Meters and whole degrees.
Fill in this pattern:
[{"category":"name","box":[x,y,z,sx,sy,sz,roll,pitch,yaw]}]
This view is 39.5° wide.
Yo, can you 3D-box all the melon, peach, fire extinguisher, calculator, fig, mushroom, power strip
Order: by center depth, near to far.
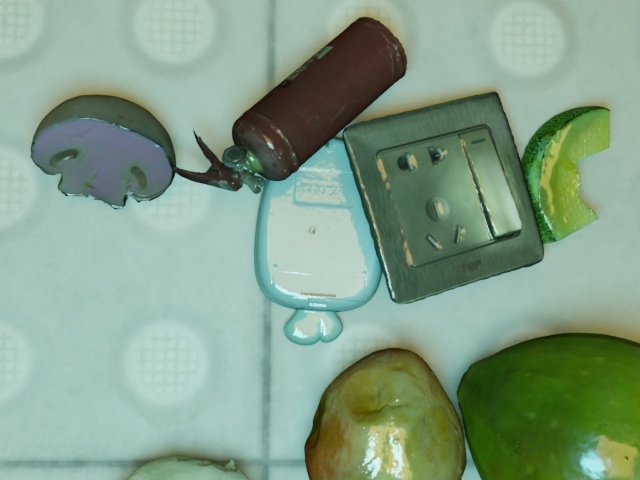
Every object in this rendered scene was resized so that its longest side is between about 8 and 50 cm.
[{"category":"fig","box":[0.326,0.254,1.156,0.316,0.316,0.316,0,86,-5]},{"category":"peach","box":[0.091,0.253,1.171,0.214,0.214,0.235,13,68,-4]},{"category":"mushroom","box":[-0.284,-0.132,1.203,0.188,0.141,0.117,19,51,-17]},{"category":"fire extinguisher","box":[-0.045,-0.175,1.207,0.337,0.106,0.147,-42,58,-19]},{"category":"power strip","box":[0.168,-0.060,1.248,0.251,0.092,0.257,-15,86,-15]},{"category":"calculator","box":[0.000,0.000,1.252,0.184,0.042,0.295,4,84,-5]},{"category":"melon","box":[0.352,-0.098,1.285,0.118,0.064,0.209,5,88,-10]}]

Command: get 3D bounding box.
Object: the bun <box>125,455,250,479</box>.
[{"category":"bun","box":[-0.160,0.379,1.165,0.229,0.145,0.229,7,112,16]}]
